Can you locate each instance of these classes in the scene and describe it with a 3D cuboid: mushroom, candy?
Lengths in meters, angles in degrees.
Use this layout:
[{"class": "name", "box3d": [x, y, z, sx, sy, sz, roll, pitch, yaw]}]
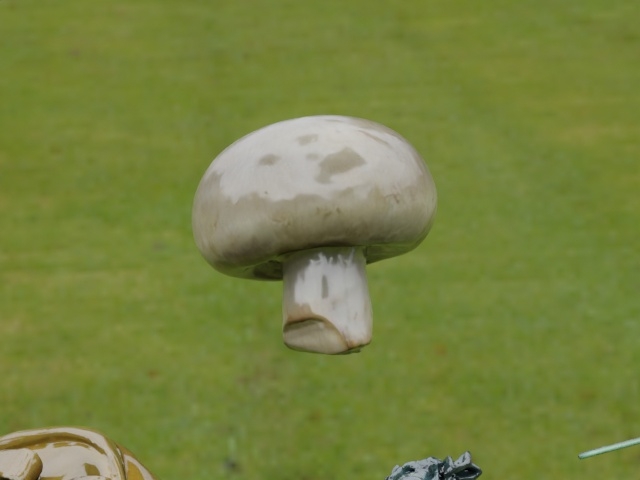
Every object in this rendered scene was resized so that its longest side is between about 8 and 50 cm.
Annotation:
[{"class": "mushroom", "box3d": [0.000, 0.000, 1.578, 0.204, 0.204, 0.204, -3, 8, 0]}, {"class": "candy", "box3d": [0.180, 0.107, 1.056, 0.083, 0.023, 0.025, -14, 50, 3]}]

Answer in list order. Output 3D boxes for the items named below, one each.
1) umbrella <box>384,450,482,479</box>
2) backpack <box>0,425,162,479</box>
[{"class": "umbrella", "box3d": [0.091, 0.338, 1.936, 0.143, 0.349, 0.094, -28, 57, -24]}, {"class": "backpack", "box3d": [-0.252, 0.324, 1.553, 0.378, 0.353, 0.201, -25, -37, 35]}]
